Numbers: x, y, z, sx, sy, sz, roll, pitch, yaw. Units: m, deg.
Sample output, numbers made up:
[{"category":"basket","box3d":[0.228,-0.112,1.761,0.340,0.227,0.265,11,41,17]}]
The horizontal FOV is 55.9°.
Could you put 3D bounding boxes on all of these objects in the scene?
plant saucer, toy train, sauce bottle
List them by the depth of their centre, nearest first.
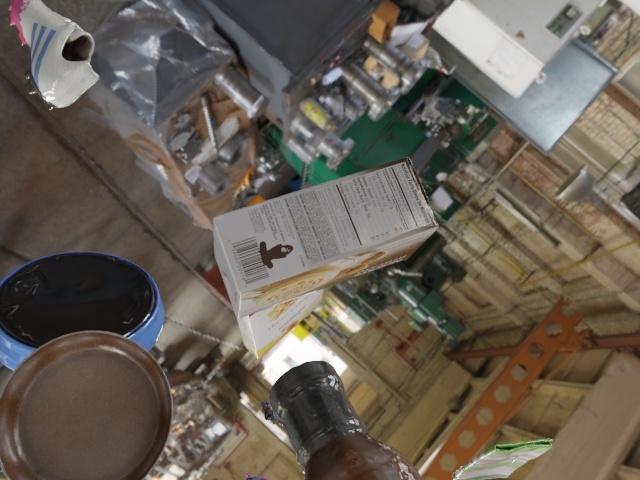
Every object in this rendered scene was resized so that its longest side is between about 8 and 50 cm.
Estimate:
[{"category":"sauce bottle","box3d":[0.051,0.241,0.454,0.111,0.344,0.111,-17,133,-19]},{"category":"plant saucer","box3d":[-0.427,0.323,1.105,0.310,0.310,0.050,-46,174,-19]},{"category":"toy train","box3d":[-0.129,0.425,1.497,0.158,0.036,0.027,157,-47,-81]}]

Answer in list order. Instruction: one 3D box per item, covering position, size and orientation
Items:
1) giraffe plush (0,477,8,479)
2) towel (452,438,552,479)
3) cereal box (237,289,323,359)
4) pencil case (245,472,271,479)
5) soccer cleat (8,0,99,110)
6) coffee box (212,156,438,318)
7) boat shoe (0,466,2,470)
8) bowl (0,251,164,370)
[{"category":"giraffe plush","box3d":[-0.566,0.548,1.182,0.181,0.170,0.210,-60,-178,14]},{"category":"towel","box3d":[0.294,0.361,0.980,0.113,0.023,0.152,-1,145,-19]},{"category":"cereal box","box3d":[-0.066,0.095,1.034,0.173,0.047,0.240,-40,159,-21]},{"category":"pencil case","box3d":[-0.138,0.550,1.196,0.064,0.070,0.152,-42,-153,57]},{"category":"soccer cleat","box3d":[-0.530,-0.404,1.225,0.143,0.331,0.116,-30,152,5]},{"category":"coffee box","box3d":[0.000,0.000,0.742,0.246,0.098,0.141,-18,166,-15]},{"category":"boat shoe","box3d":[-0.791,0.491,1.612,0.158,0.127,0.340,-17,-170,-20]},{"category":"bowl","box3d":[-0.564,0.158,1.408,0.391,0.391,0.077,-41,150,-52]}]
